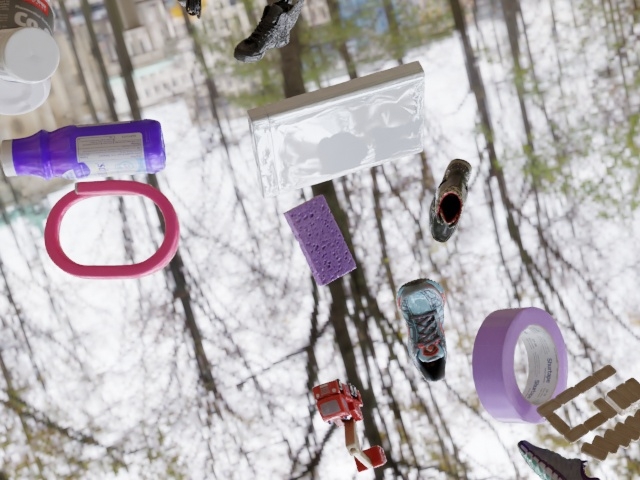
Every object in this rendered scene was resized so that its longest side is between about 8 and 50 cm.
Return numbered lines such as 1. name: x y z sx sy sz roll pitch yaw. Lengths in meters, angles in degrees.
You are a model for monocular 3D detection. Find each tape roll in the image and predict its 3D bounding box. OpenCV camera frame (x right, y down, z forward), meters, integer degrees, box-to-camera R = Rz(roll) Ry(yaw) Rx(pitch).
1. tape roll: 0.476 0.295 2.419 0.090 0.274 0.275 -7 -164 46

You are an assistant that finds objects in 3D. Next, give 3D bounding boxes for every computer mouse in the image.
1. computer mouse: -0.248 -0.514 1.867 0.060 0.184 0.262 -1 -159 -7

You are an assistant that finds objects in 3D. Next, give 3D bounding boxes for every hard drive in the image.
1. hard drive: 0.038 -0.217 2.045 0.353 0.233 0.047 -18 -127 -10

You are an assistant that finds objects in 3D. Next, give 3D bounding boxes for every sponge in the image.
1. sponge: 0.000 0.000 2.583 0.117 0.210 0.031 -29 -172 -31

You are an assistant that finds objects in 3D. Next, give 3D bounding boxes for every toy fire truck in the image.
1. toy fire truck: 0.048 0.306 1.677 0.047 0.135 0.192 -21 159 12

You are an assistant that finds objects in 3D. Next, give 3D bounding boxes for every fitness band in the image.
1. fitness band: -0.437 -0.022 2.139 0.291 0.209 0.054 -1 169 7

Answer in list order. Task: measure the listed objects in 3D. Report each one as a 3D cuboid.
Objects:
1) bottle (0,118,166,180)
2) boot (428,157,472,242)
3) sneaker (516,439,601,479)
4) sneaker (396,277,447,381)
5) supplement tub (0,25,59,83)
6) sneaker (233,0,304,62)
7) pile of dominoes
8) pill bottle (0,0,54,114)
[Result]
1. bottle: -0.421 -0.158 1.825 0.283 0.092 0.118 -5 168 -7
2. boot: 0.312 -0.068 2.541 0.085 0.236 0.178 16 -148 5
3. sneaker: 0.554 0.519 2.343 0.098 0.083 0.224 -39 -130 -10
4. sneaker: 0.231 0.194 2.157 0.104 0.262 0.125 -15 -141 1
5. supplement tub: -0.376 -0.233 1.283 0.071 0.071 0.107 -22 -160 -25
6. sneaker: -0.092 -0.383 1.820 0.051 0.089 0.170 31 -138 21
7. pile of dominoes: 0.653 0.405 2.351 0.251 0.040 0.196 -26 -131 -21
8. pill bottle: -0.603 -0.398 1.992 0.161 0.161 0.283 -13 -126 8
